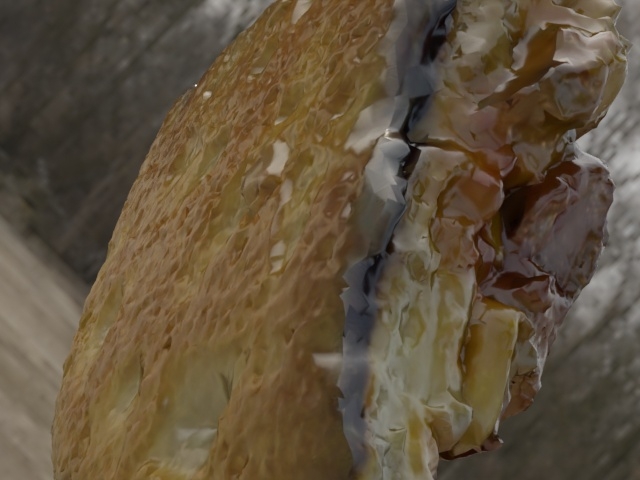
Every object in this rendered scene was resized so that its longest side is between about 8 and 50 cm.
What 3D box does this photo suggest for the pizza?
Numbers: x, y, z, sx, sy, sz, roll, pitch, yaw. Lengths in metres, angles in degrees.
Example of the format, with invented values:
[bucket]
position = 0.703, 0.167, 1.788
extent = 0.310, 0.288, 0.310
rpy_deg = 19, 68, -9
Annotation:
[pizza]
position = 0.000, 0.000, 0.623
extent = 0.114, 0.277, 0.409
rpy_deg = 35, 3, -21
